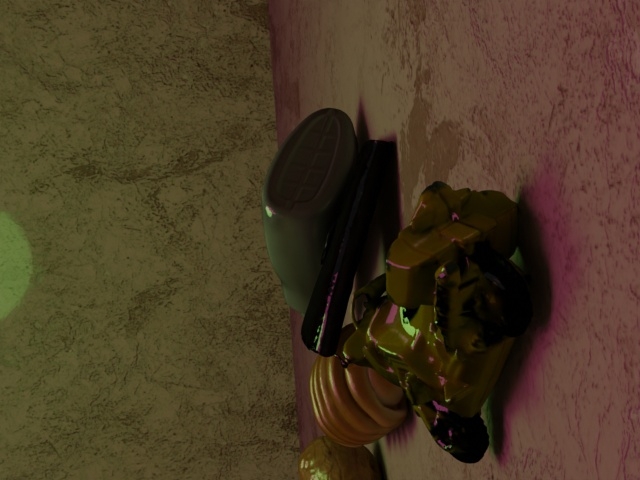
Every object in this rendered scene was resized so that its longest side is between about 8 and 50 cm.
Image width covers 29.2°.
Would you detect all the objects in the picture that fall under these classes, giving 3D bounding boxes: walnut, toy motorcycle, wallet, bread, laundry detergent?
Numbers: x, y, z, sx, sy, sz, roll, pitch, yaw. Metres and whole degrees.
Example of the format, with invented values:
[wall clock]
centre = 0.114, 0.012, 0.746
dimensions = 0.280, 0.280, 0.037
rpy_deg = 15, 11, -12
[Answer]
[walnut]
centre = 0.038, 0.411, 2.049
dimensions = 0.180, 0.144, 0.144
rpy_deg = -107, 14, -46
[toy motorcycle]
centre = 0.116, 0.077, 1.217
dimensions = 0.206, 0.142, 0.342
rpy_deg = 39, 150, 22
[wallet]
centre = 0.035, 0.004, 1.788
dimensions = 0.172, 0.045, 0.318
rpy_deg = -145, 72, -82
[bread]
centre = 0.050, 0.227, 1.870
dimensions = 0.311, 0.121, 0.173
rpy_deg = 116, 146, -70
[laundry detergent]
centre = 0.000, 0.000, 2.042
dimensions = 0.398, 0.125, 0.264
rpy_deg = 84, -160, -49
